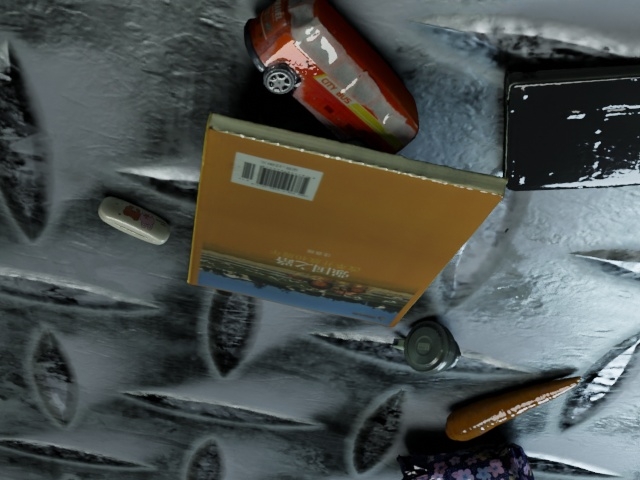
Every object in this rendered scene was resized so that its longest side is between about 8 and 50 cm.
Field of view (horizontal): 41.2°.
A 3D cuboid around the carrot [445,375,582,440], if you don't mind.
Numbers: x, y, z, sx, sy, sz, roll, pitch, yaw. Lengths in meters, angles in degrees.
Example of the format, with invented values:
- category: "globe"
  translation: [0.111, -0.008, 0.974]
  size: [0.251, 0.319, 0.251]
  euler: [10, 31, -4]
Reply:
- category: "carrot"
  translation: [0.264, 0.228, 1.179]
  size: [0.216, 0.048, 0.048]
  euler: [-31, 128, 30]

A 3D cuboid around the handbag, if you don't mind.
- category: "handbag"
  translation: [0.222, 0.383, 1.305]
  size: [0.208, 0.127, 0.228]
  euler: [-10, 146, 18]

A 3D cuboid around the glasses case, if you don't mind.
- category: "glasses case"
  translation: [-0.207, -0.022, 0.948]
  size: [0.083, 0.032, 0.021]
  euler: [26, 134, -22]

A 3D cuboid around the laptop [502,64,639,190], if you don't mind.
- category: "laptop"
  translation: [0.275, -0.101, 0.788]
  size: [0.207, 0.026, 0.154]
  euler: [-1, 139, 9]

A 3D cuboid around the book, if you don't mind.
- category: "book"
  translation: [0.000, 0.000, 0.879]
  size: [0.262, 0.028, 0.374]
  euler: [11, 155, -7]

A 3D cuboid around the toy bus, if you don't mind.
- category: "toy bus"
  translation: [0.014, -0.141, 0.743]
  size: [0.077, 0.079, 0.174]
  euler: [-31, 128, 26]

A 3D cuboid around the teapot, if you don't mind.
- category: "teapot"
  translation: [0.137, 0.138, 1.077]
  size: [0.088, 0.066, 0.057]
  euler: [2, 164, 42]
